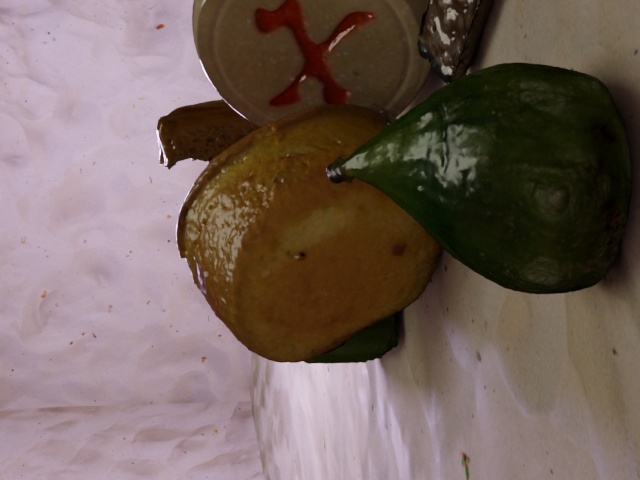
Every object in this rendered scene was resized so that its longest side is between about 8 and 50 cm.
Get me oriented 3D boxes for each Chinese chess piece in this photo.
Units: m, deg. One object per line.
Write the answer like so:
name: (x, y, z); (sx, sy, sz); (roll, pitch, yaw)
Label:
Chinese chess piece: (-0.006, -0.293, 1.241); (0.338, 0.338, 0.140); (101, 178, -49)

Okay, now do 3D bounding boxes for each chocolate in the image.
chocolate: (0.175, -0.317, 1.003); (0.329, 0.065, 0.102); (101, 146, -53)

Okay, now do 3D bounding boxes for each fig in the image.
fig: (0.127, -0.057, 0.766); (0.203, 0.235, 0.203); (-177, 90, -84)

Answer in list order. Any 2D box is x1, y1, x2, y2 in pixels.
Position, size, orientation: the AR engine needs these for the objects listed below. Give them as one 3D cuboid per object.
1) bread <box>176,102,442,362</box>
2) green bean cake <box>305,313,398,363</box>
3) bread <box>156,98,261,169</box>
bread: (0.002, -0.002, 1.227); (0.204, 0.358, 0.337); (54, 172, 41)
green bean cake: (0.032, 0.083, 1.534); (0.250, 0.156, 0.247); (129, 139, -74)
bread: (-0.094, -0.170, 1.593); (0.109, 0.380, 0.185); (-124, 24, -64)
